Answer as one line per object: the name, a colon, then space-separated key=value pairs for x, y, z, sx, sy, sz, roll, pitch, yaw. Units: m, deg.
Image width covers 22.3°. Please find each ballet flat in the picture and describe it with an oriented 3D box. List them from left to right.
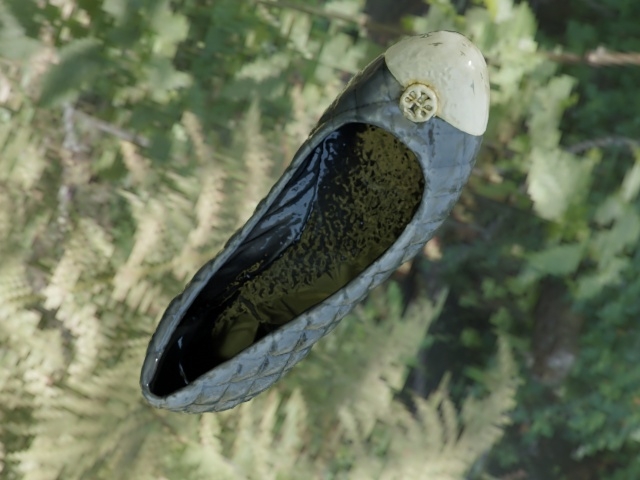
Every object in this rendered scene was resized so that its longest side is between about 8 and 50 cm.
ballet flat: x=0.000 y=0.000 z=0.563 sx=0.173 sy=0.057 sz=0.049 roll=-52 pitch=173 yaw=20
